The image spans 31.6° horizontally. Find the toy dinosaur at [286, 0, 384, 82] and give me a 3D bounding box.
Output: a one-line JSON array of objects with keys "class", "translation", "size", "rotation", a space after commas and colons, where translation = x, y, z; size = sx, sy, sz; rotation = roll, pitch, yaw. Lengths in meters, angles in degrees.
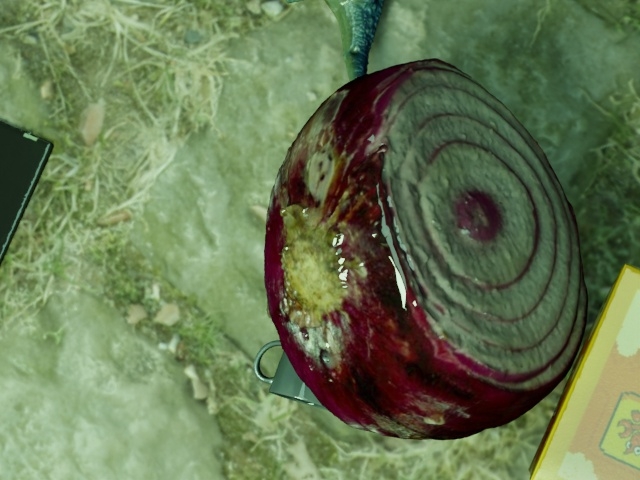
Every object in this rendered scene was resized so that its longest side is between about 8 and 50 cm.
[{"class": "toy dinosaur", "translation": [0.024, -0.298, 1.236], "size": [0.147, 0.076, 0.363], "rotation": [2, 76, 1]}]

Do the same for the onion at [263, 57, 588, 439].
[{"class": "onion", "translation": [0.078, 0.020, 1.055], "size": [0.260, 0.282, 0.337], "rotation": [-28, 82, 50]}]

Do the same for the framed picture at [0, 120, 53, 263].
[{"class": "framed picture", "translation": [-0.487, -0.005, 1.318], "size": [0.255, 0.014, 0.339], "rotation": [22, 86, 13]}]

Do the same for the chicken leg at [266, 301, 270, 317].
[{"class": "chicken leg", "translation": [-0.001, -0.001, 1.204], "size": [0.085, 0.069, 0.198], "rotation": [30, 94, -10]}]

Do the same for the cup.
[{"class": "cup", "translation": [-0.017, 0.128, 1.172], "size": [0.100, 0.078, 0.077], "rotation": [16, 79, -2]}]

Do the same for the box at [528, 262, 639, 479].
[{"class": "box", "translation": [0.336, 0.180, 0.991], "size": [0.259, 0.283, 0.214], "rotation": [22, 84, 14]}]
